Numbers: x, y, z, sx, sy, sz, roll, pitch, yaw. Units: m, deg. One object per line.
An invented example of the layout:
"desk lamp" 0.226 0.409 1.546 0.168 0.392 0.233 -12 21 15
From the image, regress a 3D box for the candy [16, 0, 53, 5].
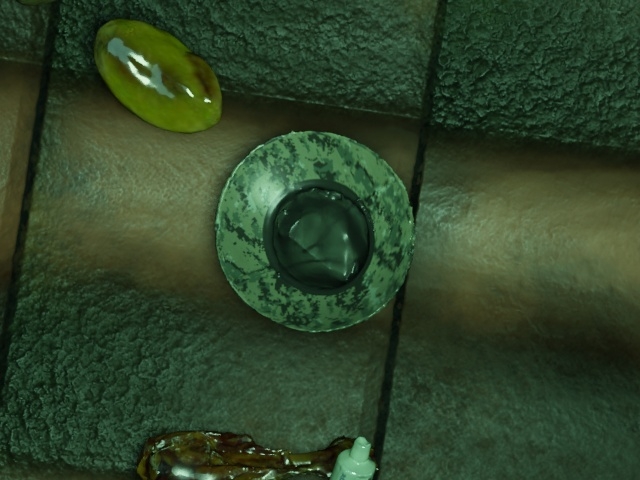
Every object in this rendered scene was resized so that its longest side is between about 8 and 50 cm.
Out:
"candy" -0.297 -0.384 1.830 0.234 0.102 0.104 -19 88 -2

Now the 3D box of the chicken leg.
"chicken leg" -0.079 0.289 1.810 0.304 0.113 0.093 1 118 -3

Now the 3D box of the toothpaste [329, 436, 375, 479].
"toothpaste" 0.020 0.348 1.781 0.069 0.047 0.268 -2 126 -27

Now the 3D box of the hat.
"hat" 0.000 0.000 1.803 0.265 0.128 0.266 -2 76 9

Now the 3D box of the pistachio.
"pistachio" -0.208 -0.205 1.829 0.189 0.100 0.110 33 112 -8
